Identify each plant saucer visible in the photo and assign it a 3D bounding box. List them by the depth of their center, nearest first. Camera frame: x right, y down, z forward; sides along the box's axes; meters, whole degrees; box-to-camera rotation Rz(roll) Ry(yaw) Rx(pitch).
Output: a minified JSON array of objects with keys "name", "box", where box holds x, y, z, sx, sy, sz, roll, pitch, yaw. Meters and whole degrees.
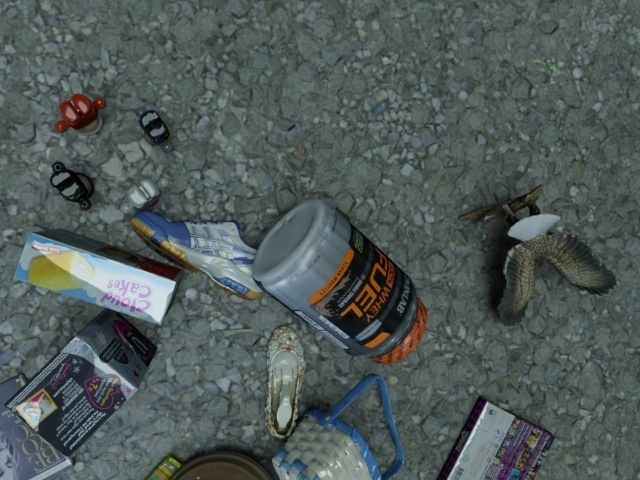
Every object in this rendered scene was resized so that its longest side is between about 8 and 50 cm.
[{"name":"plant saucer","box":[-0.208,0.567,0.996,0.277,0.041,0.278,-2,67,4]}]

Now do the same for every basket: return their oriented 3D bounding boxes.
[{"name":"basket","box":[0.056,0.451,1.047,0.288,0.201,0.255,-26,109,-31]}]

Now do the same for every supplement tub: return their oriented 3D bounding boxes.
[{"name":"supplement tub","box":[0.048,0.093,0.997,0.338,0.207,0.207,40,86,-25]}]

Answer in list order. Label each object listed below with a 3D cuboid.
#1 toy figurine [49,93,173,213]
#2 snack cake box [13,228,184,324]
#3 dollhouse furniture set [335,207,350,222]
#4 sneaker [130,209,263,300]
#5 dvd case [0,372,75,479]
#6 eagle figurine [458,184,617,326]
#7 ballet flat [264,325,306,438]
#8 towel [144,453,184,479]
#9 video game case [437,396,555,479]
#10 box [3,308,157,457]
[{"name":"toy figurine","box":[-0.394,-0.160,0.959,0.209,0.148,0.213,6,90,-17]},{"name":"snack cake box","box":[-0.408,0.064,0.959,0.264,0.152,0.089,20,90,-10]},{"name":"dollhouse furniture set","box":[0.000,0.000,1.096,0.076,0.059,0.152,37,106,-18]},{"name":"sneaker","box":[-0.232,0.004,1.025,0.296,0.112,0.131,31,72,-14]},{"name":"dvd case","box":[-0.624,0.401,1.006,0.164,0.018,0.221,-26,98,-8]},{"name":"eagle figurine","box":[0.484,0.038,1.108,0.225,0.226,0.299,-24,92,-29]},{"name":"ballet flat","box":[-0.073,0.309,1.073,0.091,0.077,0.241,0,93,-9]},{"name":"towel","box":[-0.365,0.572,1.049,0.237,0.021,0.102,-46,99,-11]},{"name":"video game case","box":[0.419,0.520,1.193,0.210,0.042,0.232,28,88,-11]},{"name":"box","box":[-0.416,0.242,0.918,0.163,0.247,0.142,-45,101,-5]}]
